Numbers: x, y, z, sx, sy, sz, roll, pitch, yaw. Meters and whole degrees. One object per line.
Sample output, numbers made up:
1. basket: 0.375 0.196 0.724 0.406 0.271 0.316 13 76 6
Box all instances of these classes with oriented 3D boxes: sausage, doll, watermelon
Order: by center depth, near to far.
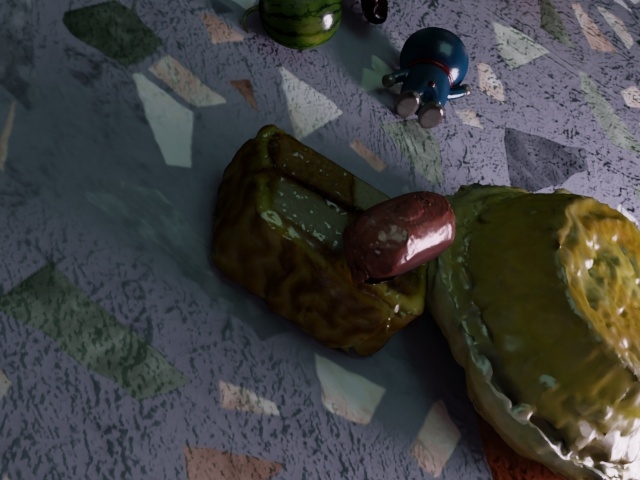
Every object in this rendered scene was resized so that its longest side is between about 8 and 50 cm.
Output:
1. sausage: 0.074 -0.005 1.210 0.141 0.076 0.076 -23 73 -48
2. watermelon: -0.028 -0.271 1.500 0.109 0.109 0.109 26 41 -25
3. doll: 0.137 -0.209 1.620 0.114 0.085 0.152 25 50 -9

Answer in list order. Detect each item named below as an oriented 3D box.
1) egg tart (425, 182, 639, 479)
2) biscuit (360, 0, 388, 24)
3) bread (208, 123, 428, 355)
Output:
1. egg tart: 0.270 0.079 1.398 0.388 0.169 0.387 29 42 -30
2. biscuit: -0.006 -0.363 1.639 0.235 0.063 0.151 26 29 -18
3. bread: 0.000 0.000 1.277 0.222 0.096 0.181 32 36 -18
